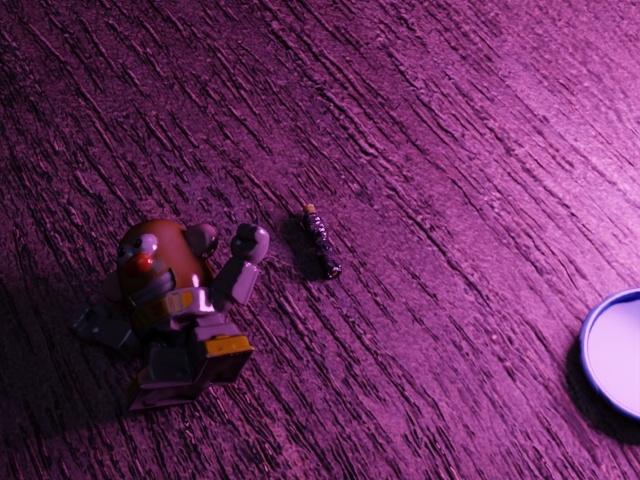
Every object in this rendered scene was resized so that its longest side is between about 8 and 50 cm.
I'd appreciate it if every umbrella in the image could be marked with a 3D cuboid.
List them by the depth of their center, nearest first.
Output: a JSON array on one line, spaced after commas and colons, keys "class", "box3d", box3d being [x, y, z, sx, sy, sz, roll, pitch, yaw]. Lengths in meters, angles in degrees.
[{"class": "umbrella", "box3d": [0.000, 0.000, 1.785, 0.037, 0.040, 0.144, -20, 59, -3]}]

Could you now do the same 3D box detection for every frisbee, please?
[{"class": "frisbee", "box3d": [0.523, 0.185, 1.675, 0.242, 0.045, 0.242, 1, 58, -1]}]

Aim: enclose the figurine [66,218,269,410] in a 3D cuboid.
[{"class": "figurine", "box3d": [-0.231, 0.096, 1.645, 0.342, 0.167, 0.285, -15, 63, -5]}]
